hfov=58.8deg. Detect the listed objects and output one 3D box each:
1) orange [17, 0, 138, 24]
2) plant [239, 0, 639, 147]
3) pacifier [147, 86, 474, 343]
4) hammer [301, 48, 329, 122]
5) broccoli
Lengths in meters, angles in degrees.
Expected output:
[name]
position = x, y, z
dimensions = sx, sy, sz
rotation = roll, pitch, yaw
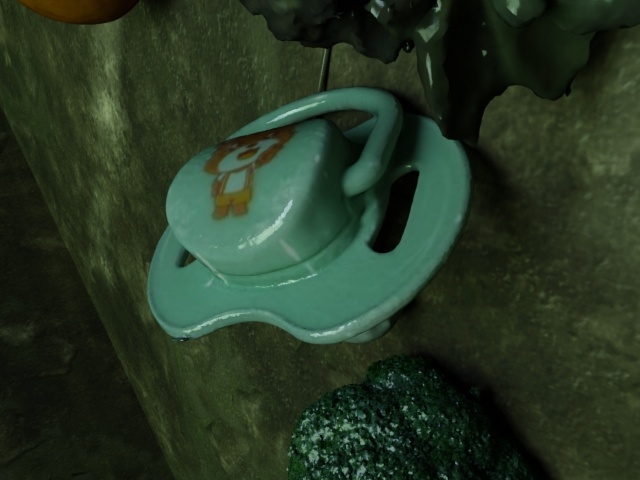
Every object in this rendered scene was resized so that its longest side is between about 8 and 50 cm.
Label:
[orange]
position = -0.348, -0.428, 0.751
dimensions = 0.284, 0.226, 0.284
rotation = 46, 160, 23
[plant]
position = 0.049, -0.212, 0.327
dimensions = 0.312, 0.213, 0.215
rotation = 54, 143, 20
[pacifier]
position = 0.000, 0.000, 0.564
dimensions = 0.344, 0.288, 0.269
rotation = -1, 145, 34
[hammer]
position = -0.002, -0.165, 0.613
dimensions = 0.035, 0.019, 0.110
rotation = 42, 137, 34
[broccoli]
position = 0.078, 0.272, 0.591
dimensions = 0.254, 0.269, 0.269
rotation = 56, 146, 28
